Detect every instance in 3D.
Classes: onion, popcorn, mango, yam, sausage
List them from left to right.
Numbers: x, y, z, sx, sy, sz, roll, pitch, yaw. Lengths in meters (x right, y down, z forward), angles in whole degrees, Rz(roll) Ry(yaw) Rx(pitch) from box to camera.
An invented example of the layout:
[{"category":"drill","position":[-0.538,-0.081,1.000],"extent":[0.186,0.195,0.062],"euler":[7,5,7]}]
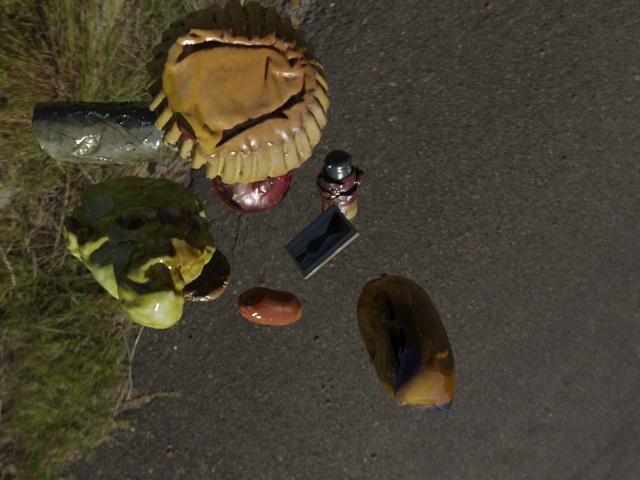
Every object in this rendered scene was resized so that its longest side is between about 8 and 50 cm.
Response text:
[{"category":"yam","position":[-0.329,-0.166,0.778],"extent":[0.183,0.107,0.107],"euler":[-1,108,-15]},{"category":"popcorn","position":[-0.302,-0.001,0.897],"extent":[0.225,0.286,0.174],"euler":[-47,153,-14]},{"category":"onion","position":[-0.199,-0.191,1.496],"extent":[0.246,0.190,0.246],"euler":[-14,124,-22]},{"category":"sausage","position":[-0.182,0.243,1.845],"extent":[0.258,0.133,0.133],"euler":[15,107,-39]},{"category":"mango","position":[0.160,0.193,0.983],"extent":[0.152,0.287,0.201],"euler":[-4,144,-16]}]

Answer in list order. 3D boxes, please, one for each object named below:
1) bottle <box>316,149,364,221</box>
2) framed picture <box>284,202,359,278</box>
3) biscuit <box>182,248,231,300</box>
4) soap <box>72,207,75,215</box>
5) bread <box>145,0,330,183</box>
[{"category":"bottle","position":[0.069,-0.179,1.683],"extent":[0.156,0.143,0.271],"euler":[-21,143,-12]},{"category":"framed picture","position":[0.000,0.000,1.478],"extent":[0.203,0.150,0.015],"euler":[-40,138,5]},{"category":"biscuit","position":[-0.394,0.095,1.629],"extent":[0.226,0.226,0.042],"euler":[8,142,-11]},{"category":"soap","position":[-0.697,-0.034,1.673],"extent":[0.233,0.135,0.076],"euler":[0,137,-19]},{"category":"bread","position":[-0.105,-0.213,0.721],"extent":[0.274,0.149,0.274],"euler":[-2,95,-20]}]
